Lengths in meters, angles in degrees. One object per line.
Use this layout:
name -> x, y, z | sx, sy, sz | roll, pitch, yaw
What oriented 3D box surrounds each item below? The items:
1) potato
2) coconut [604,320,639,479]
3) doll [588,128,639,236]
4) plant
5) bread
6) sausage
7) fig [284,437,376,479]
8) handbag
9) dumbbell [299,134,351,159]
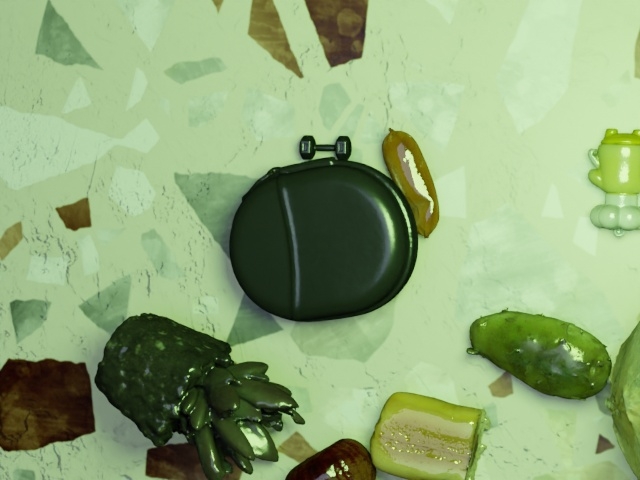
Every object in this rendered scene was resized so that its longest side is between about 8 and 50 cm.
potato -> 0.332, 0.169, 1.850 | 0.226, 0.090, 0.117 | 18, 101, 20
coconut -> 0.569, 0.213, 1.666 | 0.360, 0.346, 0.346 | 11, 94, -22
doll -> 0.452, -0.086, 1.831 | 0.106, 0.062, 0.162 | 4, 91, 18
plant -> -0.190, 0.248, 1.945 | 0.321, 0.194, 0.181 | 32, 110, 16
bread -> 0.169, 0.309, 1.894 | 0.173, 0.085, 0.134 | 14, 92, 12
sausage -> 0.145, -0.093, 1.911 | 0.062, 0.054, 0.183 | -25, 88, 44
fig -> 0.037, 0.418, 1.913 | 0.146, 0.134, 0.201 | -27, 94, 23
handbag -> 0.000, 0.000, 1.910 | 0.308, 0.093, 0.253 | -9, 92, 21
dumbbell -> 0.008, -0.148, 1.952 | 0.083, 0.040, 0.036 | 2, 122, 14
